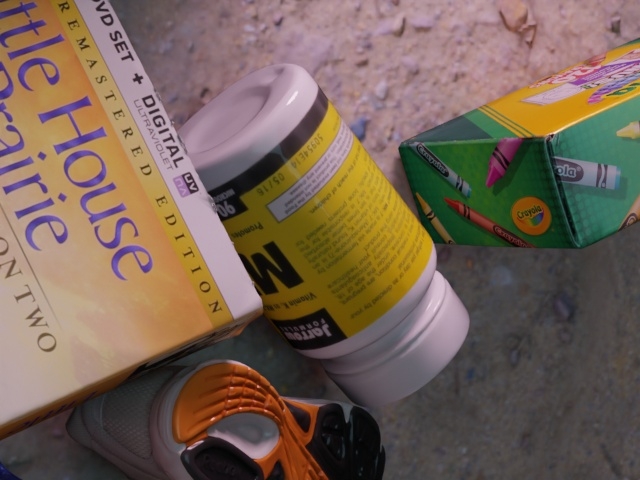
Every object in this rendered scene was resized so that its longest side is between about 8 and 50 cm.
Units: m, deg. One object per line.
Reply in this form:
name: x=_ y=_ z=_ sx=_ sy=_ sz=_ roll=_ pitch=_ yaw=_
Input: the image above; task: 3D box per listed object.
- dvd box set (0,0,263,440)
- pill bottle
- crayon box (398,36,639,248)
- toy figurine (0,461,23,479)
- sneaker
dvd box set: x=-0.274 y=-0.011 z=1.018 sx=0.420 sy=0.062 sz=0.308 roll=-23 pitch=82 yaw=-29
pill bottle: x=0.000 y=0.000 z=1.214 sx=0.119 sy=0.119 sz=0.208 roll=-47 pitch=113 yaw=-22
crayon box: x=0.216 y=-0.079 z=1.321 sx=0.278 sy=0.165 sz=0.081 roll=-24 pitch=104 yaw=-30
toy figurine: x=-0.206 y=0.169 z=1.057 sx=0.362 sy=0.191 sz=0.217 roll=-20 pitch=97 yaw=-31
sneaker: x=-0.055 y=0.132 z=1.204 sx=0.262 sy=0.121 sz=0.099 roll=39 pitch=62 yaw=-51
